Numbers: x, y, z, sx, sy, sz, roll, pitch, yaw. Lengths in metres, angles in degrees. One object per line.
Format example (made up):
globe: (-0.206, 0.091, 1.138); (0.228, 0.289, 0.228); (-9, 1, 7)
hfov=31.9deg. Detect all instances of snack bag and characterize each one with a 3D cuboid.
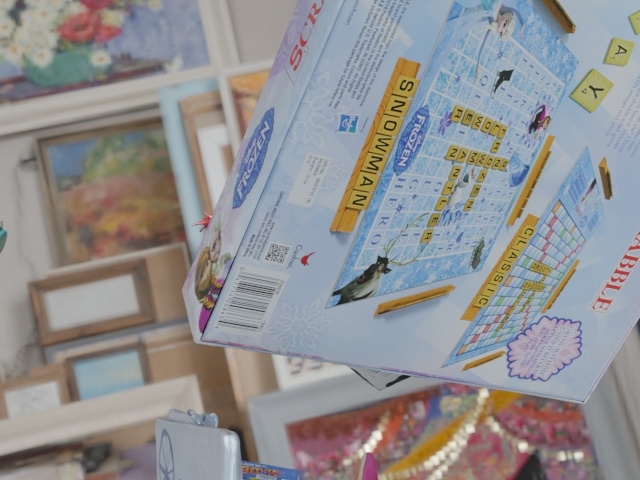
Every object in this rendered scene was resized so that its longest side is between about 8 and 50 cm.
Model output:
snack bag: (-0.116, 0.330, 1.111); (0.037, 0.323, 0.342); (1, -8, -19)

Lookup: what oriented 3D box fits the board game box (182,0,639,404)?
board game box: (0.111, -0.049, 0.731); (0.317, 0.319, 0.066); (13, 29, -25)

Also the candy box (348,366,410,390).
candy box: (0.030, 0.011, 1.025); (0.070, 0.196, 0.165); (-37, 19, 54)

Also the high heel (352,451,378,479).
high heel: (0.106, 0.486, 1.918); (0.117, 0.244, 0.082); (11, -36, -7)

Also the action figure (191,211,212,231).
action figure: (-0.073, -0.035, 1.545); (0.139, 0.092, 0.280); (-9, -27, 19)

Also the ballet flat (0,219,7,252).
ballet flat: (-0.387, 0.050, 1.098); (0.077, 0.091, 0.241); (24, 34, -6)

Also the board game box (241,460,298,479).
board game box: (-0.105, 0.362, 1.366); (0.136, 0.201, 0.035); (8, 21, 4)
